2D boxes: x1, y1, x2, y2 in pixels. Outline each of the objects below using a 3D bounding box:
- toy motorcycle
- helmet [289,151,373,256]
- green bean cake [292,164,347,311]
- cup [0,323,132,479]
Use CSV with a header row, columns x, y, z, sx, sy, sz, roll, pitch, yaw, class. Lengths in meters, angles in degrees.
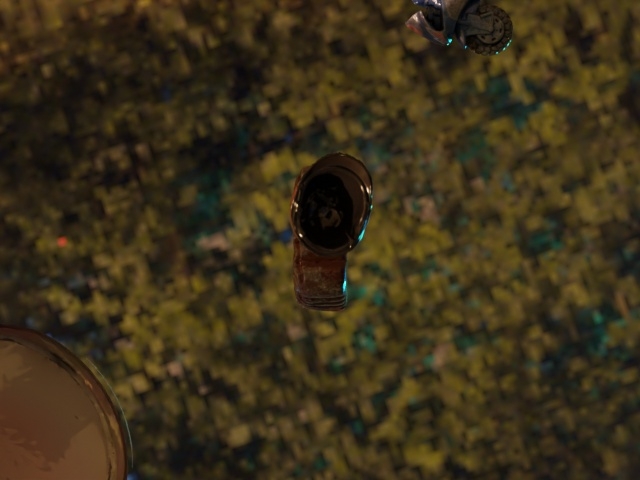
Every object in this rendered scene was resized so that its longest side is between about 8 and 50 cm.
x,y,z,sx,sy,sz,roll,pitch,yaw,class
0.133,-0.291,1.922,0.114,0.205,0.076,-20,-176,-4,toy motorcycle
0.006,-0.031,1.403,0.065,0.084,0.049,14,-174,-15,helmet
0.000,0.000,1.769,0.056,0.136,0.135,0,168,0,green bean cake
-0.310,0.205,1.427,0.274,0.253,0.253,-37,165,36,cup
